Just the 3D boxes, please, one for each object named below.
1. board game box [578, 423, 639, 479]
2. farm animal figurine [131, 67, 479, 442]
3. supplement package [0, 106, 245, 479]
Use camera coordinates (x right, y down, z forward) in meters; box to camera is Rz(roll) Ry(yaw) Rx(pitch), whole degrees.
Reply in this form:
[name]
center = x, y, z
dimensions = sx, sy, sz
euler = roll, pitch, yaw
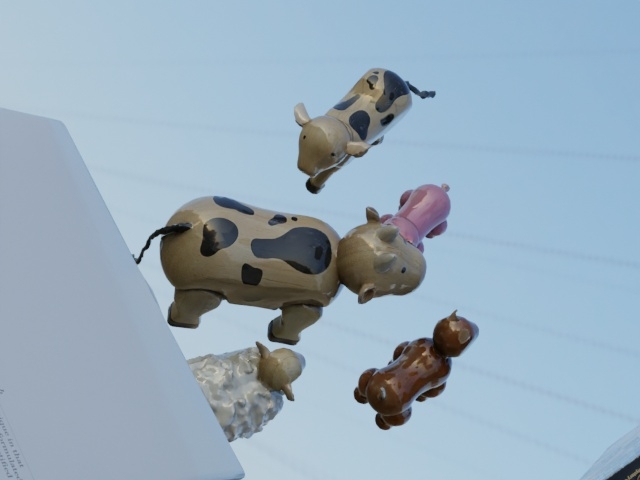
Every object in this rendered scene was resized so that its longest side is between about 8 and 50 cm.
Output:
[board game box]
center = 0.298, 0.193, 1.451
dimensions = 0.042, 0.165, 0.243
euler = 52, 27, 7
[farm animal figurine]
center = 0.000, 0.000, 1.444
dimensions = 0.172, 0.327, 0.330
euler = 125, -45, -62
[supplement package]
center = -0.204, 0.067, 0.661
dimensions = 0.199, 0.198, 0.263
euler = 61, 18, 15
